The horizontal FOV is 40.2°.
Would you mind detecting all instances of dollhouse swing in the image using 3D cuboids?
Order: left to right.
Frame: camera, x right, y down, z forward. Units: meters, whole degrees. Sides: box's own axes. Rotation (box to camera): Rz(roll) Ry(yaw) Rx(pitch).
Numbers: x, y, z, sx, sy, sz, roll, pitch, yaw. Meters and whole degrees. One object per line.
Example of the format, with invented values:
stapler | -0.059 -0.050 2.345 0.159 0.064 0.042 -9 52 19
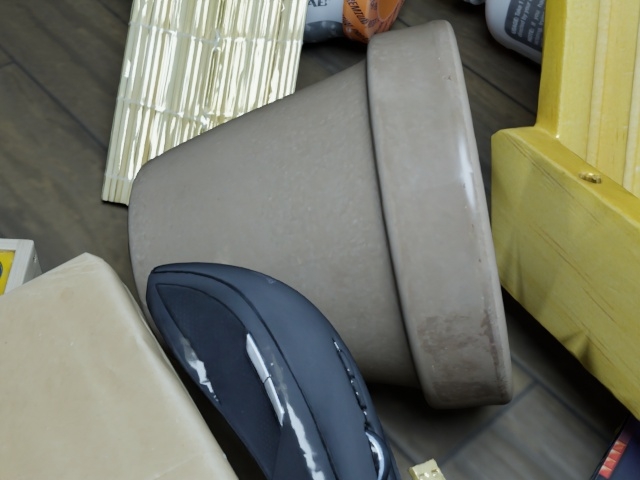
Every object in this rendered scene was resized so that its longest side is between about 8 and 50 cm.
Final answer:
dollhouse swing | 0.335 -0.080 0.597 0.347 0.304 0.315 -6 32 -23

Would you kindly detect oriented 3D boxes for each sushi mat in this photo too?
sushi mat | -0.090 -0.176 0.751 0.152 0.019 0.316 9 88 -1

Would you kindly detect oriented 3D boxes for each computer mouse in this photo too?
computer mouse | 0.025 0.102 0.470 0.060 0.184 0.262 -45 60 13

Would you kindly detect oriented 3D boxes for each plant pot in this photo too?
plant pot | 0.000 0.000 0.609 0.229 0.263 0.263 -11 49 8

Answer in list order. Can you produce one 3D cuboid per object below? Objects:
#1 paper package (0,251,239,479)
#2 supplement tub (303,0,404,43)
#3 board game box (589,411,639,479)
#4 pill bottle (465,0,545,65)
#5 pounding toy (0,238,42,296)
paper package | -0.164 0.210 0.401 0.325 0.168 0.309 -30 57 -13
supplement tub | -0.067 -0.318 0.880 0.316 0.193 0.193 22 51 13
board game box | 0.247 0.207 0.562 0.170 0.048 0.141 31 55 19
pill bottle | 0.276 -0.244 0.864 0.319 0.176 0.176 34 55 21
pounding toy | -0.276 0.058 0.598 0.141 0.100 0.130 3 49 -4
